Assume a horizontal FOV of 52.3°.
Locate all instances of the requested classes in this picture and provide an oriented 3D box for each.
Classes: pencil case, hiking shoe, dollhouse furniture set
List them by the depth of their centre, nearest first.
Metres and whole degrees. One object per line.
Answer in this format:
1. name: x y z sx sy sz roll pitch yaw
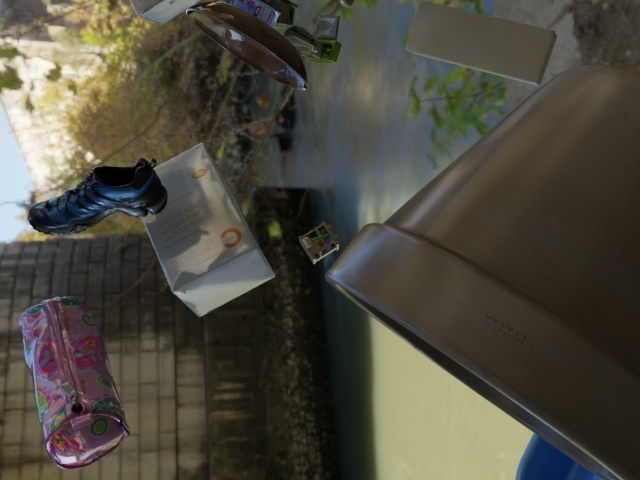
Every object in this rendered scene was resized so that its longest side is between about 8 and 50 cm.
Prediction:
1. pencil case: -0.387 0.210 1.013 0.284 0.124 0.124 53 143 44
2. hiking shoe: -0.496 -0.107 1.423 0.132 0.304 0.113 82 170 -46
3. dollhouse furniture set: -0.087 -0.562 1.660 0.301 0.198 0.151 -6 -75 -64

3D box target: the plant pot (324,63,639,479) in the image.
1. plant pot: 0.210 0.013 0.572 0.280 0.323 0.323 -55 15 -4

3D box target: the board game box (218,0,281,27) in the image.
1. board game box: -0.143 -0.533 1.338 0.194 0.194 0.060 -55 6 -35

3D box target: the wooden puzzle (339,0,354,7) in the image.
1. wooden puzzle: 0.067 -0.475 0.916 0.221 0.044 0.238 -74 1 -54

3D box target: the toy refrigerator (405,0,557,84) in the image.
1. toy refrigerator: 0.320 -0.394 1.304 0.094 0.270 0.102 -23 -50 -65

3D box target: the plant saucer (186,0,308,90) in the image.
1. plant saucer: -0.094 -0.279 0.918 0.036 0.199 0.198 -59 18 2

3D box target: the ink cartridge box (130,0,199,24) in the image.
1. ink cartridge box: -0.280 -0.514 1.130 0.219 0.160 0.092 65 -164 0

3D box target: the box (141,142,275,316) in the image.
1. box: -0.290 -0.028 1.582 0.345 0.215 0.168 60 177 29

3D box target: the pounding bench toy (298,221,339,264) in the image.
1. pounding bench toy: 0.000 0.000 1.226 0.052 0.065 0.083 57 174 11

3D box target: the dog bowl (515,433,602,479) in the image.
1. dog bowl: 0.318 0.216 0.707 0.166 0.074 0.297 23 83 58
